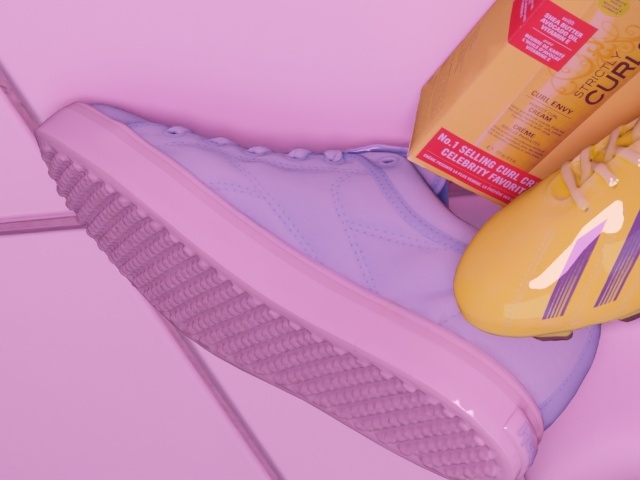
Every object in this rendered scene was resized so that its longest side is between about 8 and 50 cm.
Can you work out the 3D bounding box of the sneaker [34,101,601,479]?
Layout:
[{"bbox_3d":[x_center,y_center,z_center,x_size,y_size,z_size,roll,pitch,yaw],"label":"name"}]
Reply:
[{"bbox_3d":[0.000,0.000,0.928,0.366,0.150,0.135,32,151,23],"label":"sneaker"}]

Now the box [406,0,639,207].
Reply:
[{"bbox_3d":[0.135,-0.105,0.799,0.087,0.058,0.232,26,141,-14],"label":"box"}]

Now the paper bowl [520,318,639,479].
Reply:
[{"bbox_3d":[0.236,0.120,0.971,0.284,0.148,0.284,10,143,8],"label":"paper bowl"}]

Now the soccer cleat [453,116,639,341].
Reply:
[{"bbox_3d":[0.186,-0.049,0.764,0.289,0.093,0.121,-27,138,9],"label":"soccer cleat"}]
